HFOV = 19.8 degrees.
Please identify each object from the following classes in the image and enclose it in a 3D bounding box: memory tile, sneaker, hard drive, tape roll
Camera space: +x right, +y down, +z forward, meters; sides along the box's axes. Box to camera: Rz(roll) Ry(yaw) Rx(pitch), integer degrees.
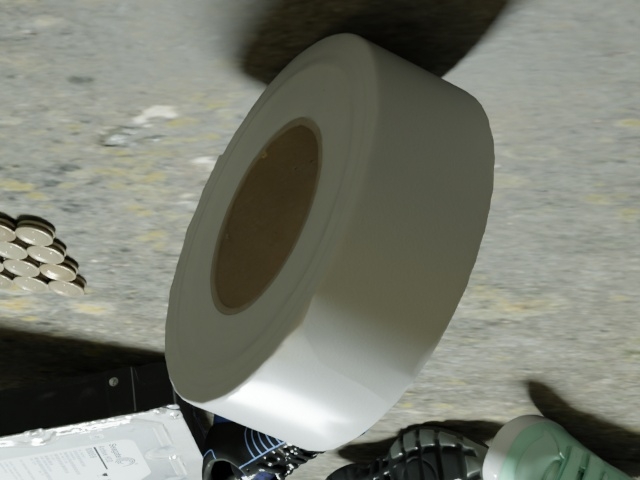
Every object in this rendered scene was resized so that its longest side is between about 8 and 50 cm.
[{"bbox_3d":[-0.292,0.014,1.763,0.113,0.012,0.148,6,153,13],"label":"memory tile"},{"bbox_3d":[0.112,0.263,2.022,0.106,0.101,0.267,4,163,-38],"label":"sneaker"},{"bbox_3d":[-0.302,0.232,2.029,0.339,0.064,0.237,-10,152,1],"label":"hard drive"},{"bbox_3d":[0.279,0.254,1.850,0.151,0.094,0.256,22,176,43],"label":"sneaker"},{"bbox_3d":[-0.038,0.221,1.976,0.081,0.090,0.232,32,148,-35],"label":"sneaker"},{"bbox_3d":[0.000,0.000,1.297,0.100,0.286,0.286,24,152,-23],"label":"tape roll"}]
